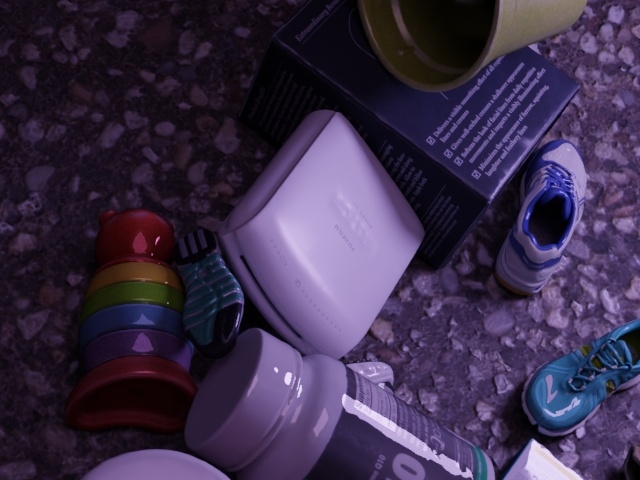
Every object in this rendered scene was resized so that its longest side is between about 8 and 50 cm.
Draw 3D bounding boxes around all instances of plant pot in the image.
[{"bbox_3d":[0.234,-0.364,2.059,0.254,0.276,0.276,-16,66,-39],"label":"plant pot"}]

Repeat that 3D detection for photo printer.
[{"bbox_3d":[0.000,0.000,2.015,0.256,0.107,0.307,54,43,-18],"label":"photo printer"}]

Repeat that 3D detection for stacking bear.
[{"bbox_3d":[-0.244,0.089,1.935,0.175,0.164,0.289,5,55,-16],"label":"stacking bear"}]

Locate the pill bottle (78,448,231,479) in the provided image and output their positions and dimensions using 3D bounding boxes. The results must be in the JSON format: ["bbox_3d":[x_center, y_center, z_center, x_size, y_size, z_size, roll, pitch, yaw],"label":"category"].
[{"bbox_3d":[-0.212,0.401,1.613,0.224,0.392,0.224,9,58,-14],"label":"pill bottle"}]

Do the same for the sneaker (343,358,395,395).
[{"bbox_3d":[-0.015,0.231,1.958,0.271,0.100,0.108,-7,69,-22],"label":"sneaker"}]

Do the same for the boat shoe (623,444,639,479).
[{"bbox_3d":[0.461,0.416,2.006,0.103,0.113,0.302,18,46,-6],"label":"boat shoe"}]

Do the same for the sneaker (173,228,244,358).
[{"bbox_3d":[-0.129,0.084,1.885,0.083,0.098,0.224,-22,41,7],"label":"sneaker"}]

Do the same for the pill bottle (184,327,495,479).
[{"bbox_3d":[0.023,0.270,1.830,0.361,0.204,0.204,32,54,-19],"label":"pill bottle"}]

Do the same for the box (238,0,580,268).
[{"bbox_3d":[0.130,-0.210,2.194,0.395,0.212,0.293,38,56,5],"label":"box"}]

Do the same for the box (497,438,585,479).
[{"bbox_3d":[0.255,0.391,1.974,0.100,0.060,0.244,39,56,7],"label":"box"}]

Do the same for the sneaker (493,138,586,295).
[{"bbox_3d":[0.360,-0.054,2.230,0.111,0.131,0.296,23,55,-2],"label":"sneaker"}]

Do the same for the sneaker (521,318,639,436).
[{"bbox_3d":[0.399,0.184,2.115,0.275,0.110,0.107,-31,74,-30],"label":"sneaker"}]
